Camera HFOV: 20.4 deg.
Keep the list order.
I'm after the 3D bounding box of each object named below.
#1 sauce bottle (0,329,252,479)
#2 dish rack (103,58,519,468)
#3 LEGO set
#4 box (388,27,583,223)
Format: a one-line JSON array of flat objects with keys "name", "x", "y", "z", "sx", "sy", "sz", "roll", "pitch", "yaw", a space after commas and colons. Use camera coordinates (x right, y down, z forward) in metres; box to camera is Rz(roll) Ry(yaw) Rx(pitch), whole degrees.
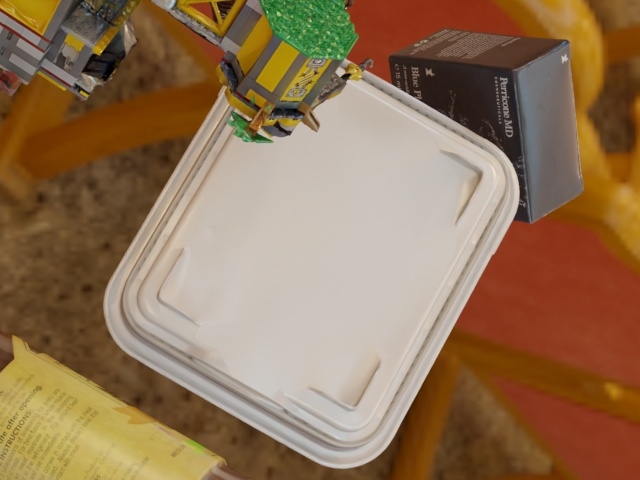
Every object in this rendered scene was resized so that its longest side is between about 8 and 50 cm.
[{"name": "sauce bottle", "x": -0.206, "y": 0.125, "z": 1.194, "sx": 0.111, "sy": 0.344, "sz": 0.111, "roll": -56, "pitch": 169, "yaw": -18}, {"name": "dish rack", "x": 0.000, "y": 0.000, "z": 1.544, "sx": 0.333, "sy": 0.285, "sz": 0.072, "roll": -60, "pitch": -178, "yaw": -13}, {"name": "LEGO set", "x": -0.075, "y": -0.178, "z": 1.156, "sx": 0.255, "sy": 0.192, "sz": 0.331, "roll": 27, "pitch": 44, "yaw": -11}, {"name": "box", "x": 0.159, "y": -0.112, "z": 1.710, "sx": 0.093, "sy": 0.158, "sz": 0.156, "roll": -29, "pitch": 119, "yaw": -40}]
